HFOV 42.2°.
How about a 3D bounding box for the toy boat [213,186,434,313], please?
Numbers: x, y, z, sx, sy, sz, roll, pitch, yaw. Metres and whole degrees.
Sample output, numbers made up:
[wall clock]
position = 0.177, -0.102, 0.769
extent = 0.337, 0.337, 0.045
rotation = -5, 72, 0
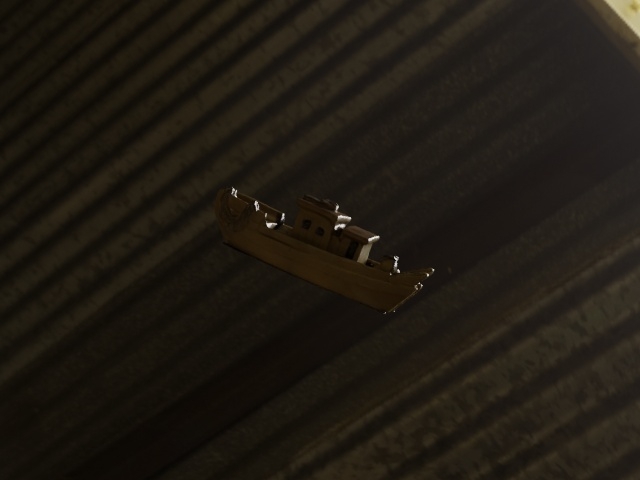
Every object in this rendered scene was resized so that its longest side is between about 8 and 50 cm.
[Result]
[toy boat]
position = 0.000, 0.000, 0.733
extent = 0.206, 0.064, 0.072
rotation = 21, -81, 17
